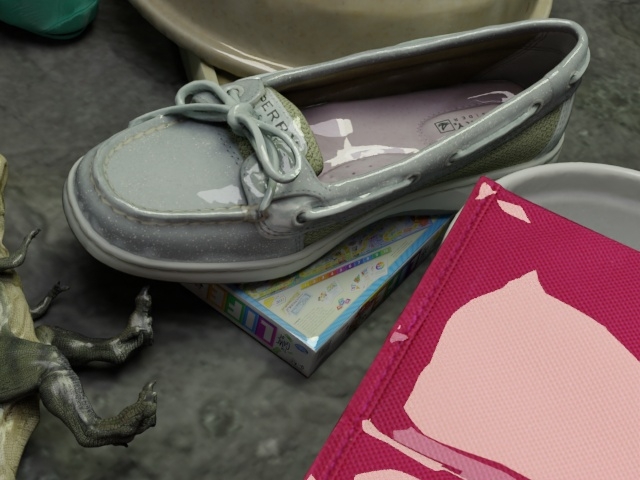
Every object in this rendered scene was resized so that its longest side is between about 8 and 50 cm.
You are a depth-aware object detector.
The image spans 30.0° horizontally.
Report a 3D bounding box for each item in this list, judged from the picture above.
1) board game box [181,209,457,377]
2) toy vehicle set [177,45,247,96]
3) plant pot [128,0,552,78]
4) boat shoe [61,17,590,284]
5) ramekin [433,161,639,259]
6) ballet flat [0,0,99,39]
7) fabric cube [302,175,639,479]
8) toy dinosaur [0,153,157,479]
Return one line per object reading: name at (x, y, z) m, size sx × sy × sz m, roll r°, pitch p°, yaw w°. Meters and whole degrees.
board game box at (0.000, 0.000, 0.716) m, size 0.103 × 0.026 × 0.154 m, roll 35°, pitch 51°, yaw 17°
toy vehicle set at (-0.030, -0.187, 0.868) m, size 0.165 × 0.035 × 0.267 m, roll -5°, pitch 51°, yaw -17°
plant pot at (0.033, -0.310, 0.761) m, size 0.333 × 0.305 × 0.334 m, roll 7°, pitch 48°, yaw -8°
boat shoe at (0.011, -0.062, 0.683) m, size 0.320 × 0.103 × 0.118 m, roll -11°, pitch 53°, yaw -23°
ramekin at (0.149, 0.068, 0.637) m, size 0.207 × 0.109 × 0.207 m, roll 7°, pitch 49°, yaw -8°
ballet flat at (-0.265, -0.206, 0.795) m, size 0.247 × 0.087 × 0.083 m, roll 14°, pitch 48°, yaw 0°
fabric cube at (0.100, 0.184, 0.427) m, size 0.258 × 0.254 × 0.259 m, roll 25°, pitch 49°, yaw 11°
toy dinosaur at (-0.143, 0.066, 0.606) m, size 0.118 × 0.064 × 0.268 m, roll -3°, pitch 52°, yaw -9°
